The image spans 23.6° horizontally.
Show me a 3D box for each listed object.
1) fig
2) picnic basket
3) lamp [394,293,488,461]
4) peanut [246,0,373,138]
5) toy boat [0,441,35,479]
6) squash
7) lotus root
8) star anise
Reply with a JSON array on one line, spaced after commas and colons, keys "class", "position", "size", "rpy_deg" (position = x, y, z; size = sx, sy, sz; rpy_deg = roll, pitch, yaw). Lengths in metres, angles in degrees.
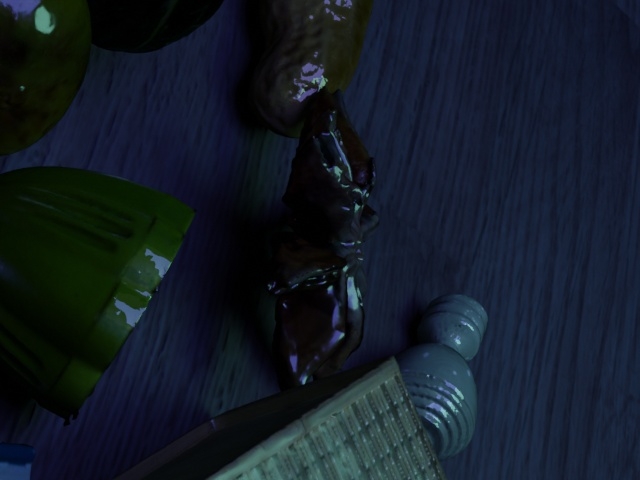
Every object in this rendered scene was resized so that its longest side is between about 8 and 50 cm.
[{"class": "fig", "position": [-0.259, -0.159, 1.083], "size": [0.181, 0.181, 0.191], "rpy_deg": [-1, 55, -47]}, {"class": "picnic basket", "position": [-0.066, 0.238, 1.099], "size": [0.313, 0.228, 0.175], "rpy_deg": [-27, 93, -49]}, {"class": "lamp", "position": [0.104, 0.128, 1.424], "size": [0.106, 0.106, 0.193], "rpy_deg": [54, 34, -19]}, {"class": "peanut", "position": [-0.012, -0.193, 1.414], "size": [0.108, 0.095, 0.226], "rpy_deg": [24, 62, -22]}, {"class": "toy boat", "position": [-0.318, 0.155, 0.959], "size": [0.299, 0.096, 0.061], "rpy_deg": [8, 78, -44]}, {"class": "squash", "position": [-0.160, -0.250, 1.203], "size": [0.218, 0.172, 0.218], "rpy_deg": [45, 16, -16]}, {"class": "lotus root", "position": [-0.205, 0.014, 1.095], "size": [0.186, 0.186, 0.186], "rpy_deg": [19, 63, -42]}, {"class": "star anise", "position": [0.000, -0.001, 1.290], "size": [0.288, 0.088, 0.288], "rpy_deg": [7, 90, -82]}]
